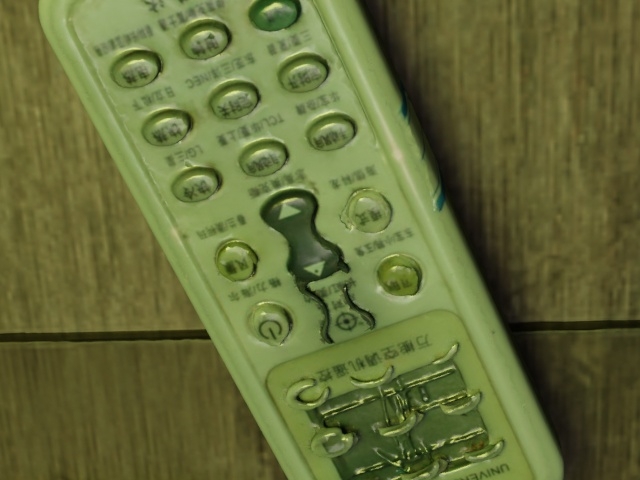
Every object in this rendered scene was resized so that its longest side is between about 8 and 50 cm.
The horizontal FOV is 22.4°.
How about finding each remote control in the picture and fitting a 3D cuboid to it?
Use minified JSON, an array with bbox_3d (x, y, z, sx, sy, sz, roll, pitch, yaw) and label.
[{"bbox_3d":[0.000,0.000,0.734,0.128,0.065,0.335,-21,115,11],"label":"remote control"}]
